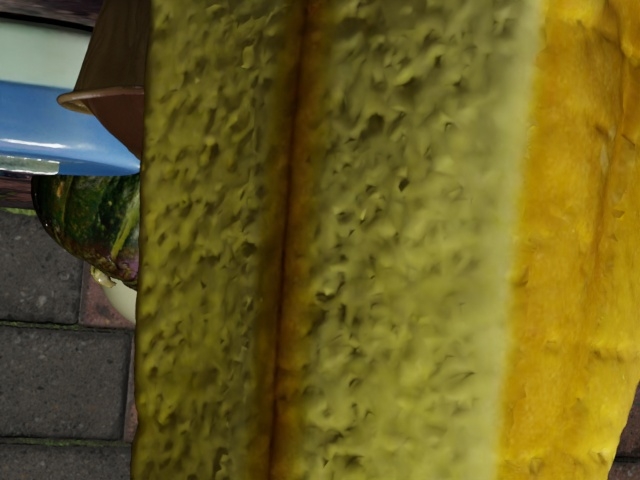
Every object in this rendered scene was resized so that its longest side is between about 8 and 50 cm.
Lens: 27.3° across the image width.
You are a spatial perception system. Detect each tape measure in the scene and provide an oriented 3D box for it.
[{"bbox_3d":[-0.157,-0.089,0.945,0.351,0.098,0.215,3,178,-20],"label":"tape measure"}]

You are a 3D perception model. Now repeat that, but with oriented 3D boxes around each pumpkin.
[{"bbox_3d":[-0.163,-0.023,1.264,0.238,0.159,0.238,27,-171,-5],"label":"pumpkin"}]

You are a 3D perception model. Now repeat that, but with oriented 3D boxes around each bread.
[{"bbox_3d":[0.050,0.045,0.639,0.233,0.362,0.245,2,173,36],"label":"bread"}]

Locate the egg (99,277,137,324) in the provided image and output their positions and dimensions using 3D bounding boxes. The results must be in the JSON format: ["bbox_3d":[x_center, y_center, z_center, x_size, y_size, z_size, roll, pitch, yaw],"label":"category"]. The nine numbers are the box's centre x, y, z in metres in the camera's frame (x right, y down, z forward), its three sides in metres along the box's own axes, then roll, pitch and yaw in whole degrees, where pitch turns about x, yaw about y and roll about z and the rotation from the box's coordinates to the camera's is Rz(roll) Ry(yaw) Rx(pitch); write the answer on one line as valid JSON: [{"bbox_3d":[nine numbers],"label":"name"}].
[{"bbox_3d":[-0.177,0.014,1.691,0.219,0.219,0.269,4,-168,7],"label":"egg"}]

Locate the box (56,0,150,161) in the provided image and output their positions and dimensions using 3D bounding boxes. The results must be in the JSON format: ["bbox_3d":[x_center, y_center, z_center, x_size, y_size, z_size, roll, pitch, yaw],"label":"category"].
[{"bbox_3d":[-0.063,-0.084,0.770,0.111,0.111,0.177,2,176,41],"label":"box"}]
